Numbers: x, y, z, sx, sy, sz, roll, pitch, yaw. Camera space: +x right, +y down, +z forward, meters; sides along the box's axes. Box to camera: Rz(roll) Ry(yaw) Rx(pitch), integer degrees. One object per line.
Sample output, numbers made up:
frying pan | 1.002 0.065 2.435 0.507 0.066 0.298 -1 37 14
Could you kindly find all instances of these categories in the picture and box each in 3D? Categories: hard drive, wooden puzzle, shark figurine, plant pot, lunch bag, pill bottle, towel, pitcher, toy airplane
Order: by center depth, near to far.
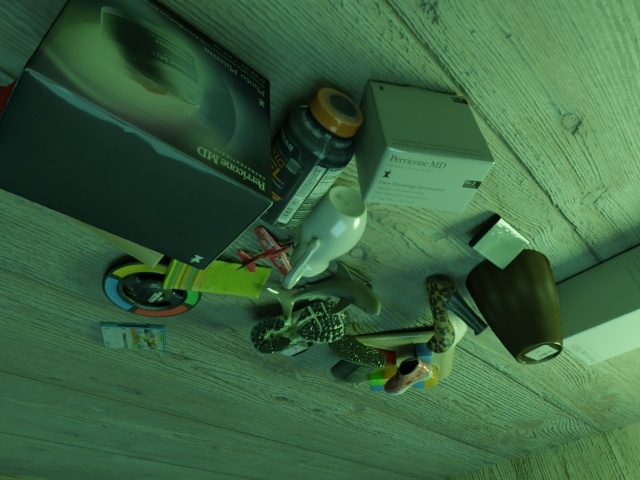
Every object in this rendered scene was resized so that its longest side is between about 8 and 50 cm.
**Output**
pill bottle | -0.026 -0.141 0.820 0.130 0.131 0.246 18 133 -25
pitcher | 0.000 0.000 0.955 0.125 0.178 0.207 36 134 2
toy airplane | -0.126 0.035 1.081 0.151 0.028 0.151 -1 121 -2
hard drive | 0.418 0.005 1.101 0.135 0.022 0.094 28 109 -34
towel | -0.240 0.088 1.109 0.237 0.021 0.102 11 127 -29
shark figurine | 0.022 0.109 1.164 0.277 0.166 0.116 -2 116 22
plant pot | 0.501 0.177 1.171 0.215 0.231 0.216 -4 139 -3
lunch bag | -0.069 0.311 1.397 0.071 0.053 0.083 -29 143 26
wooden puzzle | 0.264 0.398 1.513 0.347 0.081 0.322 -9 139 3

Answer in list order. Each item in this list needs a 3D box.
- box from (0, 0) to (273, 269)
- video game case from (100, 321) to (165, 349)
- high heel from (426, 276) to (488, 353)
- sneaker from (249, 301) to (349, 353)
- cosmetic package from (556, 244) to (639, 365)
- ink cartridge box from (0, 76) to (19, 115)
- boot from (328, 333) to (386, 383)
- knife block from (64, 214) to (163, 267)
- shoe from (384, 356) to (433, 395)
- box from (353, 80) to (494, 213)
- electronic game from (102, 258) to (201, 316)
box | -0.228 -0.164 0.645 0.296 0.294 0.182 27 130 -33
video game case | -0.522 0.270 1.324 0.166 0.015 0.119 6 137 -13
high heel | 0.316 0.205 1.293 0.093 0.186 0.261 -38 170 -32
sneaker | -0.060 0.230 1.286 0.282 0.110 0.122 -6 176 -19
cosmetic package | 0.841 0.144 1.225 0.230 0.162 0.453 30 128 -34
ink cartridge box | -0.525 -0.160 0.696 0.232 0.189 0.066 -30 143 26
boot | 0.076 0.353 1.392 0.189 0.076 0.208 29 151 -8
knife block | -0.391 -0.084 0.769 0.242 0.276 0.088 -5 151 -50
shoe | 0.248 0.407 1.425 0.178 0.064 0.081 -35 127 27
box | 0.158 -0.155 0.784 0.180 0.182 0.119 5 139 -12
electronic game | -0.403 0.118 1.137 0.228 0.048 0.229 -4 139 -3
